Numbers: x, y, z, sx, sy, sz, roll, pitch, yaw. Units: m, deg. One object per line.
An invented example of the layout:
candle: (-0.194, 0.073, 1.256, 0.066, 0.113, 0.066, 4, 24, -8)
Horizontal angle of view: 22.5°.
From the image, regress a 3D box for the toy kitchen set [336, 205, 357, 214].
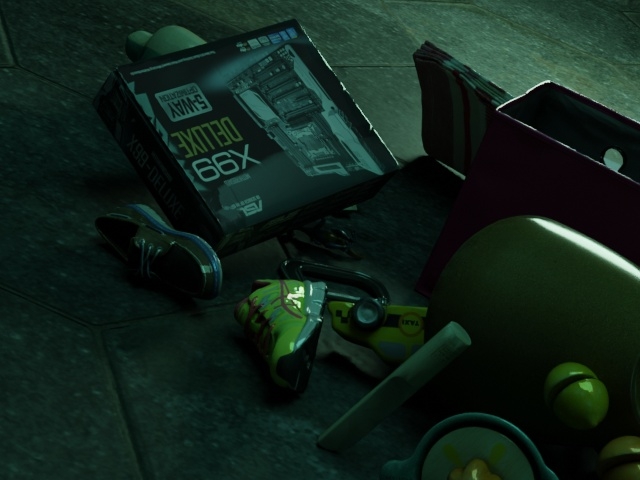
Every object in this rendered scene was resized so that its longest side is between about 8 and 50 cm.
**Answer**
toy kitchen set: (0.022, -0.068, 2.157, 0.068, 0.075, 0.083, 0, 71, -37)

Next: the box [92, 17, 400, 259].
box: (-0.085, -0.125, 1.931, 0.307, 0.076, 0.242, -22, 72, -42)

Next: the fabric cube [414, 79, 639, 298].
fabric cube: (0.313, -0.018, 2.021, 0.254, 0.258, 0.259, 28, 23, 15)

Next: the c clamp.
c clamp: (0.016, 0.060, 1.884, 0.160, 0.022, 0.137, 9, 21, -26)

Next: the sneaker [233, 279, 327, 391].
sneaker: (-0.047, 0.095, 1.684, 0.094, 0.081, 0.208, 14, 16, -2)

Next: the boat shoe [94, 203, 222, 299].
boat shoe: (-0.180, 0.018, 1.747, 0.066, 0.066, 0.183, -7, 26, -42)

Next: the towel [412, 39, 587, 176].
towel: (0.262, -0.124, 2.300, 0.037, 0.237, 0.329, -39, 56, -20)

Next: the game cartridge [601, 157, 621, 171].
game cartridge: (0.423, -0.070, 2.505, 0.198, 0.062, 0.297, 29, 23, 4)

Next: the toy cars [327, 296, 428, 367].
toy cars: (0.188, 0.130, 1.788, 0.393, 0.087, 0.176, 10, -10, -31)

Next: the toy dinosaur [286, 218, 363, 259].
toy dinosaur: (0.000, 0.000, 1.999, 0.082, 0.090, 0.047, 7, 50, 27)

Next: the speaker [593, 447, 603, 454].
speaker: (0.405, 0.177, 1.655, 0.131, 0.131, 0.296, 10, -13, -27)

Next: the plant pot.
plant pot: (0.271, 0.110, 1.593, 0.237, 0.237, 0.254, 8, 5, -32)

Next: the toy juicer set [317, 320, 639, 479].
toy juicer set: (0.163, 0.192, 1.475, 0.329, 0.209, 0.089, 31, 16, 18)

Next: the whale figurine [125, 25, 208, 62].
whale figurine: (-0.181, -0.192, 2.152, 0.216, 0.141, 0.272, 34, -3, -16)
